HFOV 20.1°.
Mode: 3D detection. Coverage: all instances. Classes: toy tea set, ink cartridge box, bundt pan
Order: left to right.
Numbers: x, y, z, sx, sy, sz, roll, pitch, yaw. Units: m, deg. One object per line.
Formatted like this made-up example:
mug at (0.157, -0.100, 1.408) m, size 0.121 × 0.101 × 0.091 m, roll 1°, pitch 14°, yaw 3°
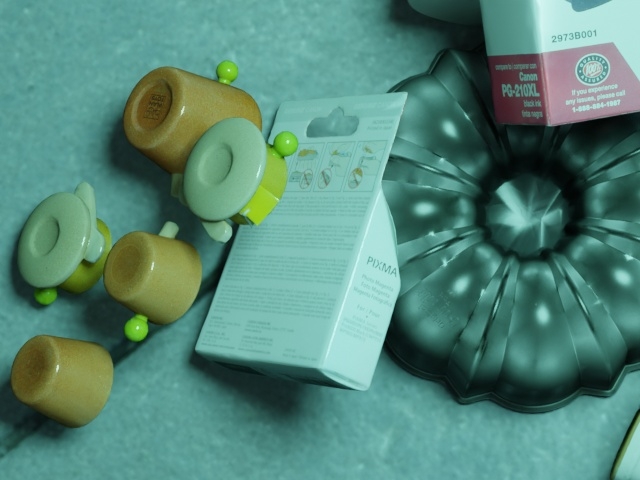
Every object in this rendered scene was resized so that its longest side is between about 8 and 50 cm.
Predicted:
toy tea set at (-0.138, 0.008, 1.514) m, size 0.336 × 0.124 × 0.200 m, roll -48°, pitch 48°, yaw 16°
ink cartridge box at (0.000, 0.000, 1.473) m, size 0.066 × 0.189 × 0.232 m, roll 30°, pitch 75°, yaw -32°
bundt pan at (0.172, -0.024, 1.485) m, size 0.330 × 0.124 × 0.331 m, roll 0°, pitch 83°, yaw 3°
ink cartridge box at (0.209, -0.214, 1.334) m, size 0.172 × 0.100 × 0.237 m, roll -10°, pitch 98°, yaw -18°

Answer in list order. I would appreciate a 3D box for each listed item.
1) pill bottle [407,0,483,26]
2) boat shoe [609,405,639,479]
pill bottle at (0.160, -0.370, 1.479) m, size 0.210 × 0.210 × 0.363 m, roll 2°, pitch 84°, yaw 4°
boat shoe at (0.340, 0.100, 1.471) m, size 0.096 × 0.098 × 0.277 m, roll 35°, pitch 86°, yaw 8°
